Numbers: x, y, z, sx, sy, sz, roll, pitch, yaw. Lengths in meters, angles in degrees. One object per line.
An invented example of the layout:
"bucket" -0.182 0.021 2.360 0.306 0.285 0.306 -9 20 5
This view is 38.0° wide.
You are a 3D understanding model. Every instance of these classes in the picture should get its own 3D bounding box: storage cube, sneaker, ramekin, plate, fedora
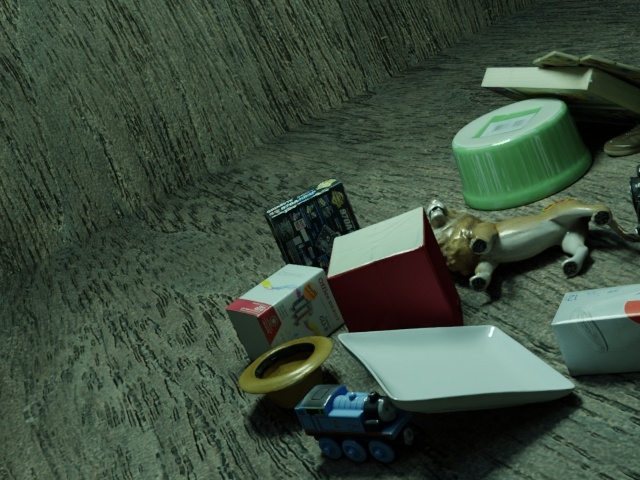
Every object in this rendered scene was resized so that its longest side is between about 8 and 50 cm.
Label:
"storage cube" 0.135 0.083 1.655 0.183 0.193 0.215 -19 19 14
"sneaker" 0.700 -0.235 2.007 0.188 0.071 0.066 -9 24 36
"ramekin" 0.447 -0.205 2.109 0.303 0.148 0.303 -21 19 8
"plate" 0.192 0.194 1.391 0.277 0.045 0.278 -1 13 -16
"fedora" -0.050 0.240 1.631 0.194 0.079 0.194 -22 13 5

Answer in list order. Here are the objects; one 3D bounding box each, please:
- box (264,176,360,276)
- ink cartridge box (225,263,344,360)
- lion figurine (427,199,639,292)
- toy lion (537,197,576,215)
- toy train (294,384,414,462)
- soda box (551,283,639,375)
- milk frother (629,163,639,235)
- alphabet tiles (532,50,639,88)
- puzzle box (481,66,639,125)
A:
"box" 0.000 0.000 1.989 0.175 0.220 0.051 -28 24 -11
"ink cartridge box" -0.066 0.145 1.824 0.176 0.128 0.127 -36 22 -29
"lion figurine" 0.383 -0.010 1.742 0.392 0.142 0.240 -5 15 11
"toy lion" 0.473 -0.056 1.872 0.100 0.034 0.096 -26 12 -5
"toy train" 0.053 0.271 1.387 0.184 0.105 0.080 -7 26 41
"soda box" 0.479 0.118 1.299 0.286 0.098 0.091 -10 24 34
"milk frother" 0.626 -0.069 1.652 0.134 0.129 0.143 -14 64 28
"alphabet tiles" 0.645 -0.352 2.015 0.342 0.011 0.285 15 4 -3
"puzzle box" 0.595 -0.334 2.162 0.409 0.272 0.052 23 95 66
